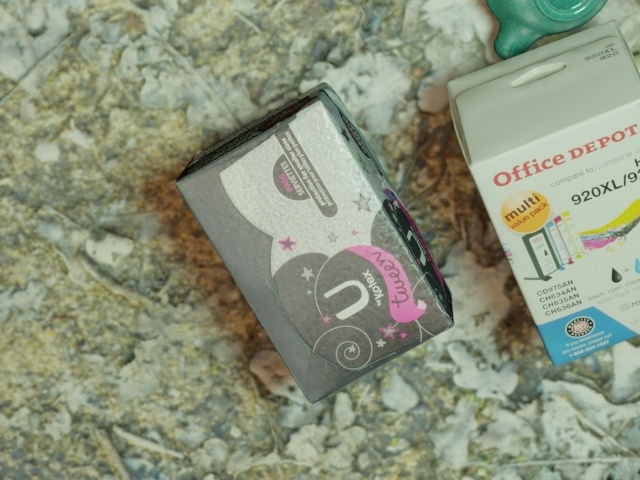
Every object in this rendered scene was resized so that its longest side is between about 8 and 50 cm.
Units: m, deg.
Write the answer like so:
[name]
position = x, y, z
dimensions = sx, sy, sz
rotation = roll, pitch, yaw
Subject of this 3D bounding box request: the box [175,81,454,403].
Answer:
[box]
position = 0.000, 0.000, 1.863
dimensions = 0.163, 0.142, 0.247
rotation = -30, 99, 9

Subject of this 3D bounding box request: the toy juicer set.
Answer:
[toy juicer set]
position = 0.251, -0.253, 1.837
dimensions = 0.209, 0.089, 0.329
rotation = -9, 120, -11

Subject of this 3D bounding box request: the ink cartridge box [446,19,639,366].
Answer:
[ink cartridge box]
position = 0.237, -0.045, 1.798
dimensions = 0.171, 0.168, 0.232
rotation = -22, 120, 8
